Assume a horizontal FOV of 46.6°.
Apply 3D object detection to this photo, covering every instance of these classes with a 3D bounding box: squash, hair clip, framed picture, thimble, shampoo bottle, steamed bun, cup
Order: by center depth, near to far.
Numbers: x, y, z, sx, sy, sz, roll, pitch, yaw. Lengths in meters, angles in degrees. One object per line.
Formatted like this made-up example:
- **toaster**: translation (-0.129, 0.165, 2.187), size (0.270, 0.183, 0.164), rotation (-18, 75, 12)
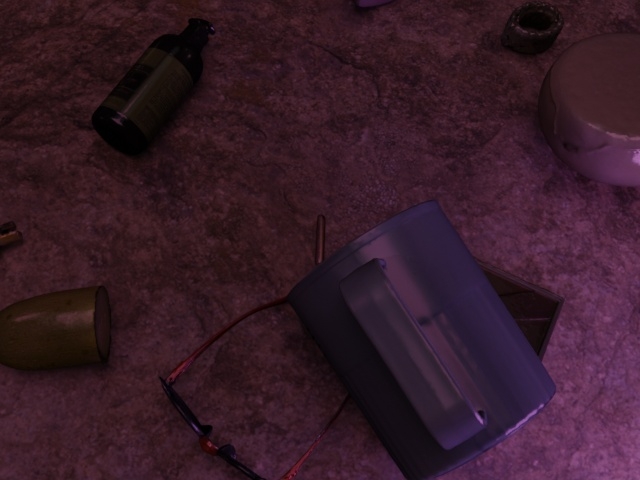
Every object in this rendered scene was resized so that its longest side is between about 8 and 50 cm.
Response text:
- **cup**: translation (0.149, 0.130, 1.007), size (0.257, 0.331, 0.311), rotation (-29, 79, -21)
- **squash**: translation (-0.407, 0.135, 1.105), size (0.187, 0.123, 0.123), rotation (-9, 68, -2)
- **hair clip**: translation (-0.578, 0.027, 1.172), size (0.214, 0.062, 0.056), rotation (-24, 40, -17)
- **framed picture**: translation (0.247, 0.118, 1.193), size (0.250, 0.016, 0.184), rotation (25, 68, 7)
- **steamed bun**: translation (0.506, -0.205, 1.250), size (0.283, 0.177, 0.283), rotation (-2, 58, 4)
- **shampoo bottle**: translation (-0.276, -0.282, 1.290), size (0.101, 0.101, 0.284), rotation (29, 69, 9)
- **thimble**: translation (0.394, -0.397, 1.391), size (0.110, 0.062, 0.084), rotation (-17, 70, -9)

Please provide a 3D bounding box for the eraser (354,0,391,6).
- **eraser**: translation (0.081, -0.589, 1.442), size (0.174, 0.095, 0.270), rotation (-25, 72, -16)

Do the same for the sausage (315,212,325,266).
- **sausage**: translation (0.000, 0.000, 1.231), size (0.015, 0.015, 0.100), rotation (3, 68, -2)

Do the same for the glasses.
- **glasses**: translation (-0.075, 0.205, 1.087), size (0.234, 0.118, 0.268), rotation (39, 71, 14)
